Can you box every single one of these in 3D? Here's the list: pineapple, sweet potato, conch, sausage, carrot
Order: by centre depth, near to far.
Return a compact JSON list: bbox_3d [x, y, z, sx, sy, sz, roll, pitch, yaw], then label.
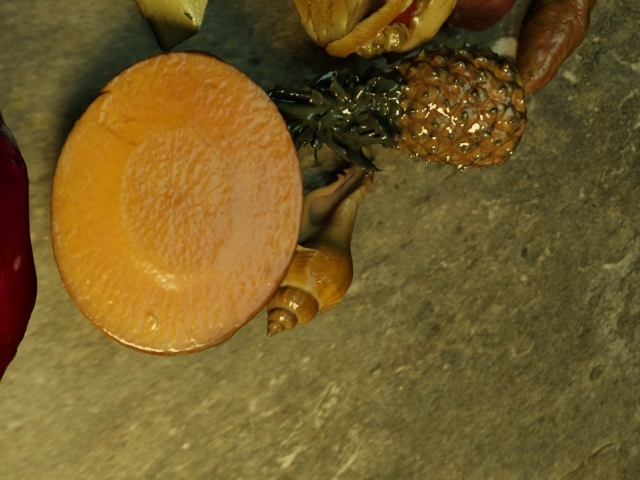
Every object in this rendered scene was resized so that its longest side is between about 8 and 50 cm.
[{"bbox_3d":[-0.139,-0.038,0.946,0.258,0.100,0.307,8,85,-17],"label":"carrot"},{"bbox_3d":[0.053,-0.146,1.098,0.364,0.165,0.166,-6,90,-11],"label":"pineapple"},{"bbox_3d":[-0.002,0.004,1.119,0.109,0.093,0.330,26,39,2],"label":"conch"},{"bbox_3d":[0.226,-0.399,1.313,0.148,0.148,0.254,45,57,-28],"label":"sausage"},{"bbox_3d":[0.362,-0.322,1.456,0.097,0.097,0.252,40,65,-30],"label":"sweet potato"}]

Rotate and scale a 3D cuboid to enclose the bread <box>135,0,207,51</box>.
[{"bbox_3d":[-0.175,-0.270,0.992,0.109,0.084,0.080,28,66,-36],"label":"bread"}]

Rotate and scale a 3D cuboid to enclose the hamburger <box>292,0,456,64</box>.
[{"bbox_3d":[0.066,-0.333,1.110,0.163,0.244,0.244,1,85,-31],"label":"hamburger"}]

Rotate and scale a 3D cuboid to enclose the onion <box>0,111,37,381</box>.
[{"bbox_3d":[-0.386,-0.035,0.679,0.398,0.398,0.420,51,14,-25],"label":"onion"}]
